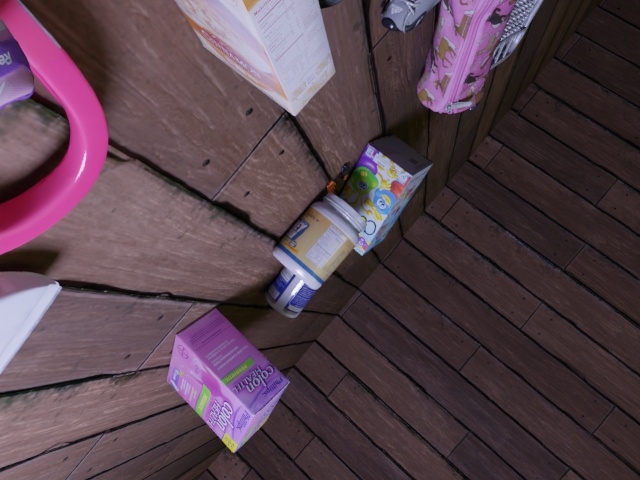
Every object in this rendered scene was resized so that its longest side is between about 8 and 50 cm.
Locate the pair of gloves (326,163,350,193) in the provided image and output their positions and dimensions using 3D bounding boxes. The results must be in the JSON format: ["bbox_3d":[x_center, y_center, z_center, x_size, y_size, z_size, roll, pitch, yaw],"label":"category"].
[{"bbox_3d":[0.044,-0.147,1.148,0.083,0.010,0.074,-49,165,-8],"label":"pair of gloves"}]

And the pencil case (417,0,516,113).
[{"bbox_3d":[0.294,-0.417,0.931,0.160,0.167,0.386,-29,160,-9],"label":"pencil case"}]

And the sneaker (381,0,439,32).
[{"bbox_3d":[0.141,-0.387,0.715,0.132,0.086,0.229,-51,166,12],"label":"sneaker"}]

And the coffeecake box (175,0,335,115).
[{"bbox_3d":[-0.071,-0.212,0.411,0.068,0.142,0.185,-48,165,-3],"label":"coffeecake box"}]

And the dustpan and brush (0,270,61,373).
[{"bbox_3d":[-0.377,0.086,0.449,0.147,0.060,0.211,-53,172,5],"label":"dustpan and brush"}]

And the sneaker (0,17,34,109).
[{"bbox_3d":[-0.245,-0.048,0.239,0.236,0.095,0.104,-46,169,-7],"label":"sneaker"}]

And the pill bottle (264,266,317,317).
[{"bbox_3d":[-0.056,0.106,1.273,0.186,0.112,0.112,-53,165,12],"label":"pill bottle"}]

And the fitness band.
[{"bbox_3d":[-0.276,-0.083,0.328,0.209,0.054,0.291,-44,163,-11],"label":"fitness band"}]

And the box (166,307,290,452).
[{"bbox_3d":[-0.218,0.319,1.072,0.117,0.243,0.213,-36,160,-43],"label":"box"}]

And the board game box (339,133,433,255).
[{"bbox_3d":[0.150,-0.121,1.257,0.144,0.142,0.275,-32,156,-50],"label":"board game box"}]

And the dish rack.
[{"bbox_3d":[0.510,-0.615,1.237,0.286,0.072,0.332,-38,161,-36],"label":"dish rack"}]

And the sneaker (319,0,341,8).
[{"bbox_3d":[0.069,-0.348,0.483,0.330,0.123,0.146,-58,172,-8],"label":"sneaker"}]

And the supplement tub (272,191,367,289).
[{"bbox_3d":[0.000,0.000,1.117,0.199,0.144,0.144,-49,165,-4],"label":"supplement tub"}]
